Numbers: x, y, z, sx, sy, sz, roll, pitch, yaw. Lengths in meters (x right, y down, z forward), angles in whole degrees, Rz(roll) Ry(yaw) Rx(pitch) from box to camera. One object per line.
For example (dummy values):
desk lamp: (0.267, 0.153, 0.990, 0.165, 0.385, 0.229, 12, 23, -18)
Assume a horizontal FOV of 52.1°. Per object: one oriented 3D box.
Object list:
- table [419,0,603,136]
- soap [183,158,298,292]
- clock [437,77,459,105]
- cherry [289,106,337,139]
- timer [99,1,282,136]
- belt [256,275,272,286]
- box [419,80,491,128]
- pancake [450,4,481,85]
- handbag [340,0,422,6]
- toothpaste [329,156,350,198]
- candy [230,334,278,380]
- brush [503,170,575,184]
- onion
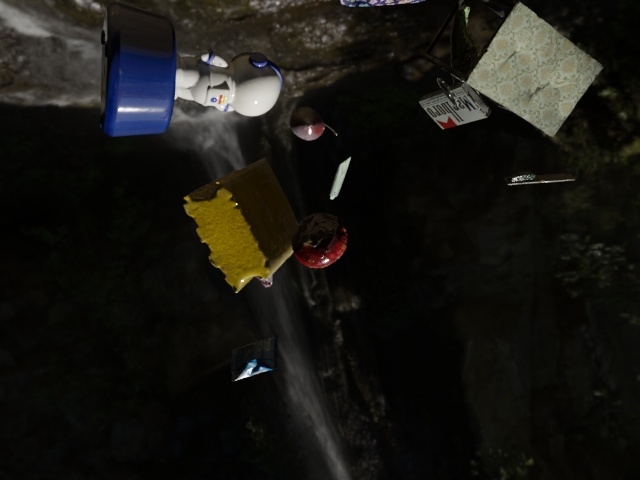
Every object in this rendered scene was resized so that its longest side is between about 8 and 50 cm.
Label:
table: (0.493, -0.476, 1.725, 0.335, 0.222, 0.272, 23, -162, -30)
soap: (-0.202, -0.051, 1.829, 0.156, 0.293, 0.335, -24, -172, 21)
clock: (0.277, -0.325, 1.432, 0.010, 0.074, 0.083, -36, -163, 7)
cherry: (-0.021, -0.401, 2.343, 0.115, 0.188, 0.148, -60, -167, -8)
timer: (-0.270, -0.346, 1.407, 0.383, 0.270, 0.270, 1, -169, -22)
belt: (-0.171, 0.048, 2.123, 0.053, 0.232, 0.071, 30, -148, 28)
box: (0.361, -0.364, 1.767, 0.036, 0.115, 0.177, -56, -157, -19)
pancake: (0.457, -0.559, 2.072, 0.054, 0.376, 0.197, -6, 175, -12)
handbag: (0.126, -0.572, 1.281, 0.228, 0.208, 0.127, -11, 179, -15)
toothpaste: (0.056, -0.189, 2.031, 0.029, 0.197, 0.048, 43, -121, 15)
candy: (-0.156, 0.275, 1.524, 0.136, 0.038, 0.088, -20, -130, 22)
brush: (0.585, -0.172, 1.743, 0.190, 0.027, 0.034, -3, -142, -5)
onion: (0.000, 0.000, 1.199, 0.107, 0.097, 0.107, -16, -126, 23)
